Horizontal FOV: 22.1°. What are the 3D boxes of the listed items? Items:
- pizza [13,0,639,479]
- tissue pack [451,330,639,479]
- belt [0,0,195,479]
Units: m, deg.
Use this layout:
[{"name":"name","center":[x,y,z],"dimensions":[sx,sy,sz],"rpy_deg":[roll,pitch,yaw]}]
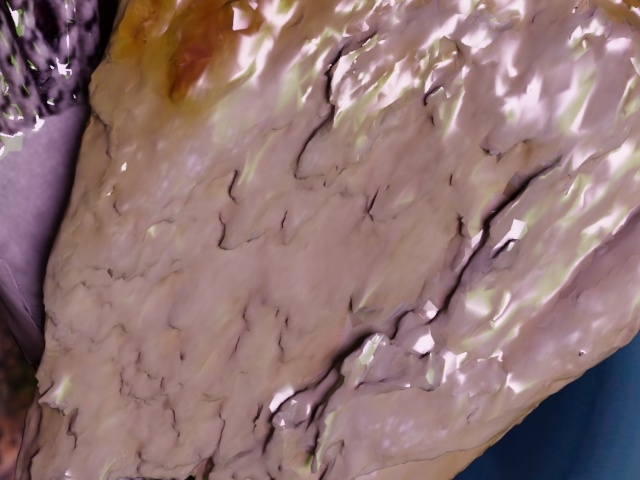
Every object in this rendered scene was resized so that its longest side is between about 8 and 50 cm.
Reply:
[{"name":"pizza","center":[0.000,0.000,0.426],"dimensions":[0.181,0.034,0.262],"rpy_deg":[39,103,-5]},{"name":"tissue pack","center":[0.127,0.004,0.545],"dimensions":[0.206,0.198,0.287],"rpy_deg":[-1,104,-12]},{"name":"belt","center":[-0.080,-0.001,0.495],"dimensions":[0.126,0.094,0.359],"rpy_deg":[-34,119,-12]}]
